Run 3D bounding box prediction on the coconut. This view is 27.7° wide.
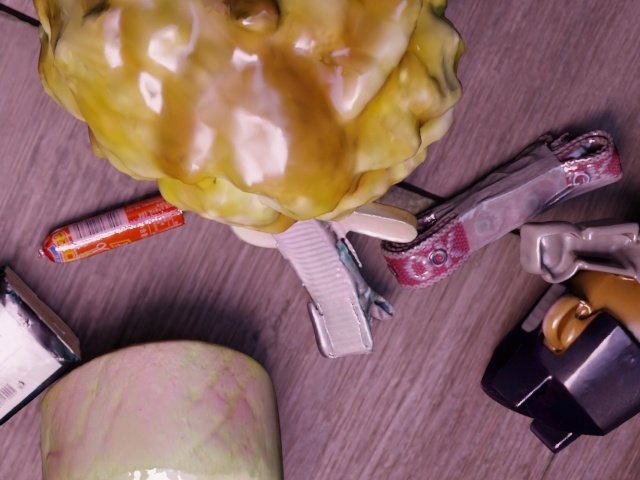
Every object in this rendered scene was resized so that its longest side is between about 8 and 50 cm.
[{"bbox_3d":[-0.130,0.179,1.093,0.236,0.236,0.204,21,133,-17],"label":"coconut"}]

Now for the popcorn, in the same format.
[{"bbox_3d":[-0.056,-0.161,0.885,0.335,0.274,0.279,46,120,-9],"label":"popcorn"}]

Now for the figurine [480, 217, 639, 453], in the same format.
[{"bbox_3d":[0.281,0.069,1.190,0.308,0.143,0.308,-3,102,-15],"label":"figurine"}]

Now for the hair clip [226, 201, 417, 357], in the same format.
[{"bbox_3d":[0.003,-0.002,1.118,0.159,0.071,0.218,-16,122,25],"label":"hair clip"}]

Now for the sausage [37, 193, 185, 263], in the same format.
[{"bbox_3d":[-0.182,-0.008,1.117,0.129,0.034,0.034,-20,107,-8],"label":"sausage"}]

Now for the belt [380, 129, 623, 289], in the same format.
[{"bbox_3d":[0.162,-0.033,1.179,0.232,0.071,0.053,-28,115,-2],"label":"belt"}]

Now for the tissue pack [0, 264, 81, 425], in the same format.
[{"bbox_3d":[-0.296,0.113,1.091,0.170,0.090,0.103,-40,109,-3],"label":"tissue pack"}]
